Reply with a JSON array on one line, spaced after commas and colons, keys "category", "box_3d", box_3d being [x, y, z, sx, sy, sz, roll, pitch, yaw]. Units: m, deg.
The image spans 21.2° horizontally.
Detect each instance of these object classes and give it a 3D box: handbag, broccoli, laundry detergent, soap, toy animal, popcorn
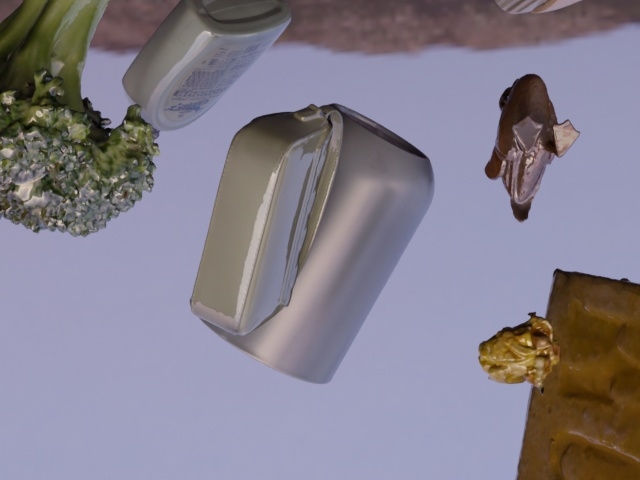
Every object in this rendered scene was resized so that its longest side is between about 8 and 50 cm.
[{"category": "handbag", "box_3d": [-0.047, -0.030, 1.876, 0.079, 0.256, 0.219, 23, -158, 19]}, {"category": "broccoli", "box_3d": [-0.300, -0.127, 1.670, 0.235, 0.288, 0.260, -38, -152, 41]}, {"category": "laundry detergent", "box_3d": [-0.179, -0.238, 2.409, 0.215, 0.105, 0.280, -22, 159, -49]}, {"category": "soap", "box_3d": [0.338, 0.202, 1.738, 0.156, 0.335, 0.293, 8, -176, -32]}, {"category": "toy animal", "box_3d": [0.257, -0.122, 2.203, 0.089, 0.188, 0.179, 7, -171, -14]}, {"category": "popcorn", "box_3d": [0.202, 0.121, 1.680, 0.084, 0.084, 0.084, -5, -164, 2]}]

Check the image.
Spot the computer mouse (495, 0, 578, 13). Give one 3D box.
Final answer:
[{"category": "computer mouse", "box_3d": [0.247, -0.306, 1.586, 0.236, 0.145, 0.082, -24, 173, 32]}]

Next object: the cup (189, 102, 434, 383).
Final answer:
[{"category": "cup", "box_3d": [0.000, 0.000, 2.117, 0.205, 0.312, 0.205, 30, -170, -6]}]
